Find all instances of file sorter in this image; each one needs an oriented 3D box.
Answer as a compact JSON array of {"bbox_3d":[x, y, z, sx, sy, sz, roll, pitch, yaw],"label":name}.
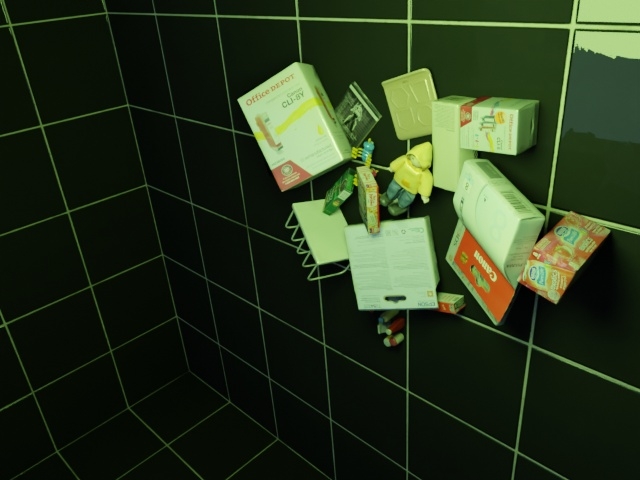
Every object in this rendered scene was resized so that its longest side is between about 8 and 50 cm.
[{"bbox_3d":[0.000,0.000,2.215,0.277,0.193,0.173,66,150,25],"label":"file sorter"}]

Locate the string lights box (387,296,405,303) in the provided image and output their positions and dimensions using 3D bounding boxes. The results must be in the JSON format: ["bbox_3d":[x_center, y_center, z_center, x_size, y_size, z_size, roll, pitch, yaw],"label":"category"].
[{"bbox_3d":[0.259,0.113,2.135,0.259,0.077,0.133,53,142,11],"label":"string lights box"}]

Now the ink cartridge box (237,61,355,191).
[{"bbox_3d":[-0.089,-0.413,2.032,0.279,0.160,0.384,-25,92,24],"label":"ink cartridge box"}]

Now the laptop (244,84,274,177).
[{"bbox_3d":[-0.132,-0.464,2.279,0.408,0.236,0.381,-10,107,22],"label":"laptop"}]

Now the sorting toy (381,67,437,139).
[{"bbox_3d":[0.304,-0.437,1.788,0.193,0.038,0.208,-2,115,49],"label":"sorting toy"}]

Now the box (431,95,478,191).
[{"bbox_3d":[0.412,-0.294,1.689,0.113,0.094,0.274,28,133,49],"label":"box"}]

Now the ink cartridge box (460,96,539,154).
[{"bbox_3d":[0.501,-0.324,1.551,0.176,0.127,0.128,17,123,41],"label":"ink cartridge box"}]

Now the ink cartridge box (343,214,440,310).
[{"bbox_3d":[0.264,0.088,2.021,0.324,0.071,0.329,-5,101,31],"label":"ink cartridge box"}]

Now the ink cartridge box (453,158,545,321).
[{"bbox_3d":[0.474,0.003,1.615,0.308,0.091,0.384,-114,26,-49],"label":"ink cartridge box"}]

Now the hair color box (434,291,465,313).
[{"bbox_3d":[0.443,0.223,1.997,0.141,0.072,0.043,4,114,48],"label":"hair color box"}]

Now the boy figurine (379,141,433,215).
[{"bbox_3d":[0.291,-0.197,1.779,0.177,0.092,0.285,49,148,15],"label":"boy figurine"}]

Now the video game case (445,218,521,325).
[{"bbox_3d":[0.515,0.046,1.721,0.329,0.036,0.299,-118,28,-47],"label":"video game case"}]

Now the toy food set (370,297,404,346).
[{"bbox_3d":[0.268,0.351,2.246,0.111,0.105,0.232,18,125,42],"label":"toy food set"}]

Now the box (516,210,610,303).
[{"bbox_3d":[0.657,0.040,1.490,0.123,0.257,0.128,35,136,26],"label":"box"}]

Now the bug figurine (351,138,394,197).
[{"bbox_3d":[0.227,-0.227,1.968,0.279,0.072,0.216,40,143,19],"label":"bug figurine"}]

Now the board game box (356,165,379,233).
[{"bbox_3d":[0.167,-0.142,1.940,0.146,0.045,0.193,-106,7,-51],"label":"board game box"}]

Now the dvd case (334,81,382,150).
[{"bbox_3d":[0.117,-0.439,2.008,0.164,0.018,0.221,55,143,11],"label":"dvd case"}]

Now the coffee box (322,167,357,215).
[{"bbox_3d":[0.072,-0.186,2.140,0.041,0.113,0.184,25,145,-16],"label":"coffee box"}]
